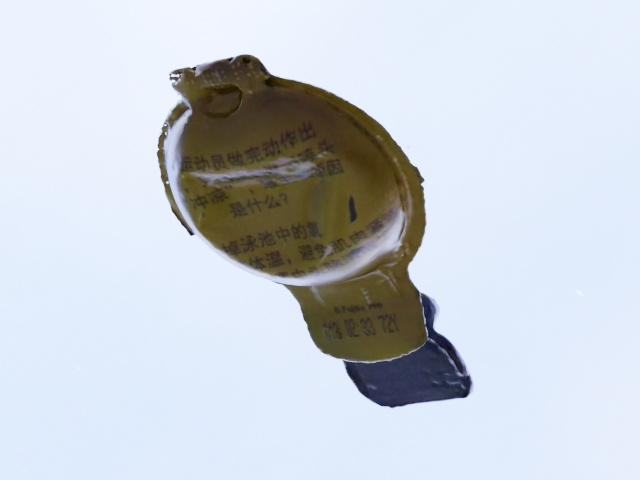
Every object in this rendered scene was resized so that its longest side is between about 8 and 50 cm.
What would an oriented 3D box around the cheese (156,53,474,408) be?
[{"bbox_3d":[0.000,0.000,0.939,0.156,0.064,0.250,-9,-54,33],"label":"cheese"}]
